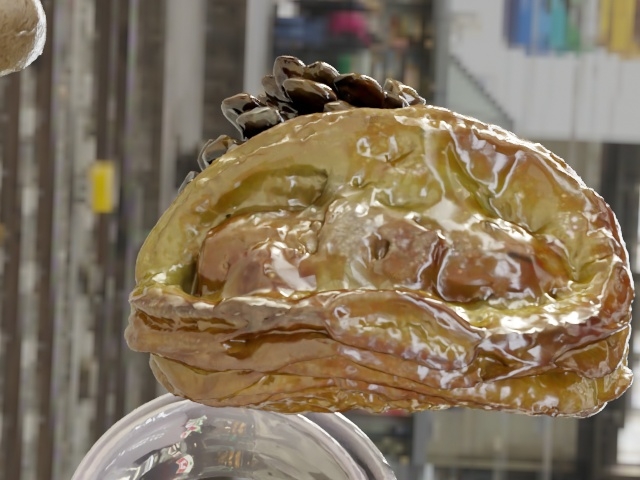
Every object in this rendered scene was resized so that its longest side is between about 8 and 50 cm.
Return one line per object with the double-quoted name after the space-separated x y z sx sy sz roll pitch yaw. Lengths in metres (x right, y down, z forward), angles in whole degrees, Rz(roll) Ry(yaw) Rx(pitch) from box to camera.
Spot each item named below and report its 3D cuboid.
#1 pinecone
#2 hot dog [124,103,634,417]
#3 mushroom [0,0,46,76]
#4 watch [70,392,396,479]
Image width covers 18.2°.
0.000 0.000 1.415 0.272 0.224 0.224 -61 169 -23 "pinecone"
0.032 0.015 1.006 0.114 0.259 0.175 100 -11 -51 "hot dog"
-0.270 -0.139 1.282 0.072 0.210 0.094 51 -40 47 "mushroom"
-0.051 0.204 1.127 0.244 0.231 0.196 -45 163 -28 "watch"
